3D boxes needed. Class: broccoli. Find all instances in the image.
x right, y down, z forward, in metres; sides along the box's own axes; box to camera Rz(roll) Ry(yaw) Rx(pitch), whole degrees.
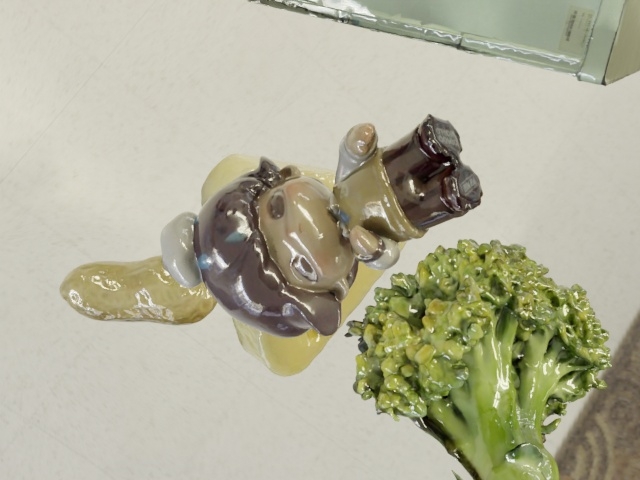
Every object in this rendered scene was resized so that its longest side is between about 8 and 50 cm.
[{"bbox_3d":[0.165,0.100,0.778,0.243,0.273,0.180,17,109,-24],"label":"broccoli"}]

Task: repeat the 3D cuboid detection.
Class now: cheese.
[{"bbox_3d":[0.000,-0.001,1.439,0.384,0.104,0.383,-15,117,-31],"label":"cheese"}]

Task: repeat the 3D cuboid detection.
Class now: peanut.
[{"bbox_3d":[-0.274,0.073,1.316,0.237,0.120,0.110,3,96,-13],"label":"peanut"}]

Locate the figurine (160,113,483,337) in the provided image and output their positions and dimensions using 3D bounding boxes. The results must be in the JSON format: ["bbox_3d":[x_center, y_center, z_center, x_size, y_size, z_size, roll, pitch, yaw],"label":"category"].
[{"bbox_3d":[0.002,-0.008,1.021,0.218,0.365,0.206,56,48,-11],"label":"figurine"}]

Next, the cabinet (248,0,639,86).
[{"bbox_3d":[0.075,-0.176,0.448,0.145,0.206,0.150,-27,131,-59],"label":"cabinet"}]
